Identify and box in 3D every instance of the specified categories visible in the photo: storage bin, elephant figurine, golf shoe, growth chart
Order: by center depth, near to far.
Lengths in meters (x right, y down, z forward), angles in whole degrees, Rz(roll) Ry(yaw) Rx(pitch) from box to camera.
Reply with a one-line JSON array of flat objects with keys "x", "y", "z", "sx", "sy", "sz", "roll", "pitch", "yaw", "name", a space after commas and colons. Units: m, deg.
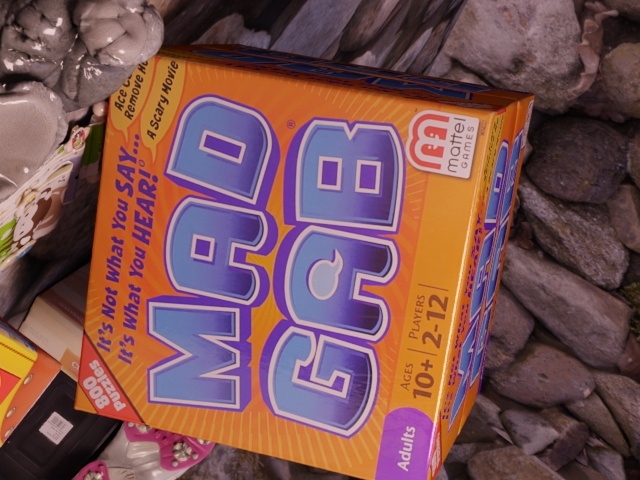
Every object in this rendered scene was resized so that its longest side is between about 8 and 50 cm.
[{"x": -0.227, "y": -0.104, "z": 0.744, "sx": 0.239, "sy": 0.186, "sz": 0.169, "roll": -40, "pitch": -147, "yaw": -18, "name": "elephant figurine"}, {"x": -0.284, "y": -0.018, "z": 1.194, "sx": 0.237, "sy": 0.021, "sz": 0.172, "roll": -50, "pitch": 173, "yaw": -22, "name": "growth chart"}, {"x": -0.356, "y": 0.263, "z": 1.671, "sx": 0.180, "sy": 0.122, "sz": 0.084, "roll": -51, "pitch": 173, "yaw": -23, "name": "storage bin"}, {"x": -0.253, "y": 0.305, "z": 1.676, "sx": 0.306, "sy": 0.115, "sz": 0.140, "roll": -39, "pitch": 176, "yaw": -40, "name": "golf shoe"}]

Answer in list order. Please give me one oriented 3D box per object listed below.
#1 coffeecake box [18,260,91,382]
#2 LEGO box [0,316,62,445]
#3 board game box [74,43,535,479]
[{"x": -0.245, "y": 0.096, "z": 1.498, "sx": 0.068, "sy": 0.142, "sz": 0.185, "roll": -57, "pitch": 172, "yaw": 30, "name": "coffeecake box"}, {"x": -0.395, "y": 0.176, "z": 0.590, "sx": 0.500, "sy": 0.193, "sz": 0.372, "roll": -52, "pitch": 168, "yaw": -9, "name": "LEGO box"}, {"x": 0.000, "y": 0.000, "z": 1.299, "sx": 0.356, "sy": 0.357, "sz": 0.356, "roll": -32, "pitch": 132, "yaw": -72, "name": "board game box"}]
